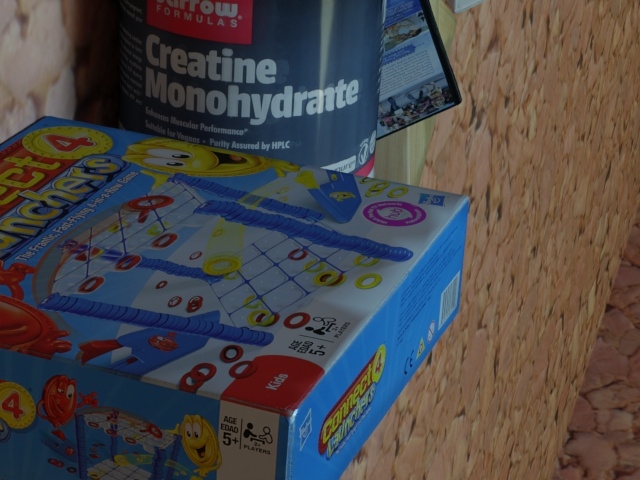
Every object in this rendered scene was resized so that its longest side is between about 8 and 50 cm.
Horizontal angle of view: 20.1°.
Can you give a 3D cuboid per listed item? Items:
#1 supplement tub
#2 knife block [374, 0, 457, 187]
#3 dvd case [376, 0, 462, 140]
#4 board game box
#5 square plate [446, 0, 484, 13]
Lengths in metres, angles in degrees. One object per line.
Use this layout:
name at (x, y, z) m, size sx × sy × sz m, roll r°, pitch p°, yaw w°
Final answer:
supplement tub at (-0.049, -0.156, 1.280) m, size 0.191 × 0.191 × 0.272 m, roll -48°, pitch 146°, yaw -57°
knife block at (0.054, -0.188, 1.750) m, size 0.242 × 0.088 × 0.276 m, roll 22°, pitch 81°, yaw -71°
dvd case at (0.021, -0.144, 1.569) m, size 0.253 × 0.180 × 0.022 m, roll 59°, pitch 8°, yaw -65°
board game box at (-0.101, 0.037, 1.067) m, size 0.308 × 0.302 × 0.086 m, roll -47°, pitch 145°, yaw -59°
square plate at (0.210, -0.458, 2.116) m, size 0.344 × 0.049 × 0.347 m, roll -34°, pitch 134°, yaw -65°
